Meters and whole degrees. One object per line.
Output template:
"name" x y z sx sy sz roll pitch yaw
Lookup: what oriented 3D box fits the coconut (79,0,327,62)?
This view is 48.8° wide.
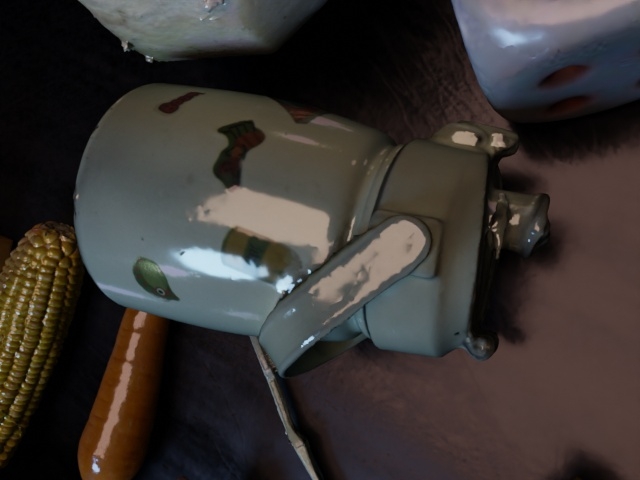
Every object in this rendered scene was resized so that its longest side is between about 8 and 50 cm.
"coconut" -0.093 -0.341 0.595 0.353 0.353 0.352 -2 84 23

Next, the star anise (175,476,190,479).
"star anise" -0.075 0.331 0.643 0.230 0.081 0.262 -24 87 19

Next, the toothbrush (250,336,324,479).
"toothbrush" -0.004 0.214 0.655 0.028 0.026 0.294 -24 76 4

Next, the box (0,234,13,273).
"box" -0.455 0.118 0.772 0.076 0.174 0.274 13 91 22

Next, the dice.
"dice" 0.195 -0.208 0.521 0.192 0.193 0.194 -17 80 22

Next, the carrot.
"carrot" -0.187 0.116 0.721 0.069 0.069 0.335 13 87 23

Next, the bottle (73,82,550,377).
"bottle" 0.000 0.000 0.582 0.352 0.229 0.229 12 90 20

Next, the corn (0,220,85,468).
"corn" -0.334 0.116 0.767 0.101 0.101 0.291 22 90 23

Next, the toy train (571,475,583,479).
"toy train" 0.163 0.266 0.541 0.072 0.099 0.188 42 102 23
